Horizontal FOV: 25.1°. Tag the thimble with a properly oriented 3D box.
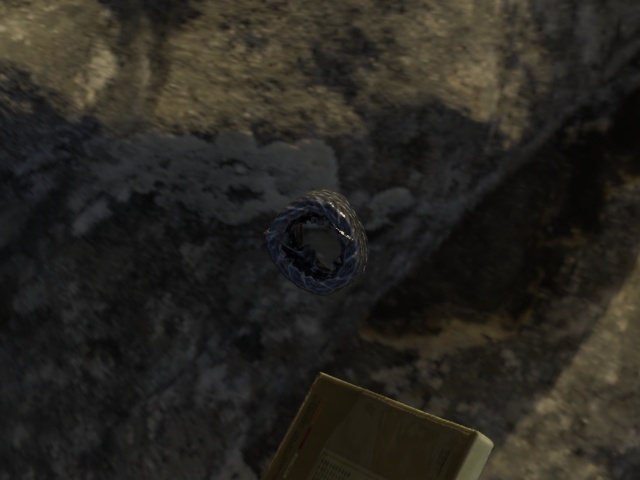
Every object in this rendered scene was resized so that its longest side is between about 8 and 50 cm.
[{"bbox_3d":[0.002,0.001,1.469,0.104,0.066,0.095,38,109,11],"label":"thimble"}]

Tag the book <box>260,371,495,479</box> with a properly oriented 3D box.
[{"bbox_3d":[0.010,0.221,1.120,0.021,0.310,0.217,31,82,-20],"label":"book"}]
